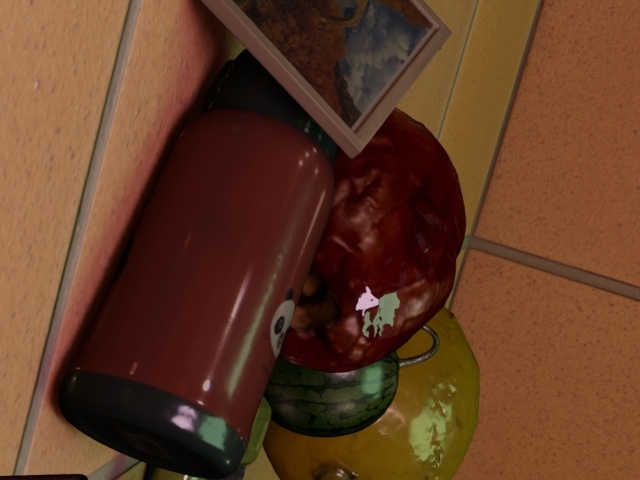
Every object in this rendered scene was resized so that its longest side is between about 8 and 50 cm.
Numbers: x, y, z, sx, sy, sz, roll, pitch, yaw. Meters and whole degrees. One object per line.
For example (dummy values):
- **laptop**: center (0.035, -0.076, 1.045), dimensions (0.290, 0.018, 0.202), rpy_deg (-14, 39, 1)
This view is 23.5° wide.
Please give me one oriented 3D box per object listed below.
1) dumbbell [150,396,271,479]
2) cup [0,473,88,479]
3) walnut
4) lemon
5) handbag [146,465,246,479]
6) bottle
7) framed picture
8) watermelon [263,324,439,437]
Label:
- **dumbbell**: center (-0.138, 0.255, 1.314), dimensions (0.121, 0.108, 0.302), rpy_deg (34, 74, -78)
- **cup**: center (-0.210, 0.245, 0.837), dimensions (0.239, 0.177, 0.166), rpy_deg (-55, 158, -53)
- **walnut**: center (0.000, 0.000, 1.399), dimensions (0.269, 0.244, 0.222), rpy_deg (-44, 111, -52)
- **lemon**: center (0.055, 0.172, 1.710), dimensions (0.284, 0.260, 0.261), rpy_deg (-21, 129, -63)
- **handbag**: center (-0.119, 0.252, 1.488), dimensions (0.175, 0.088, 0.270), rpy_deg (-54, 159, -76)
- **bottle**: center (-0.071, 0.005, 1.180), dimensions (0.144, 0.144, 0.336), rpy_deg (79, 30, -65)
- **framed picture**: center (0.007, -0.183, 1.220), dimensions (0.016, 0.184, 0.250), rpy_deg (-38, -172, 35)
- **watermelon**: center (0.025, 0.123, 1.509), dimensions (0.141, 0.187, 0.141), rpy_deg (-5, 90, -86)
